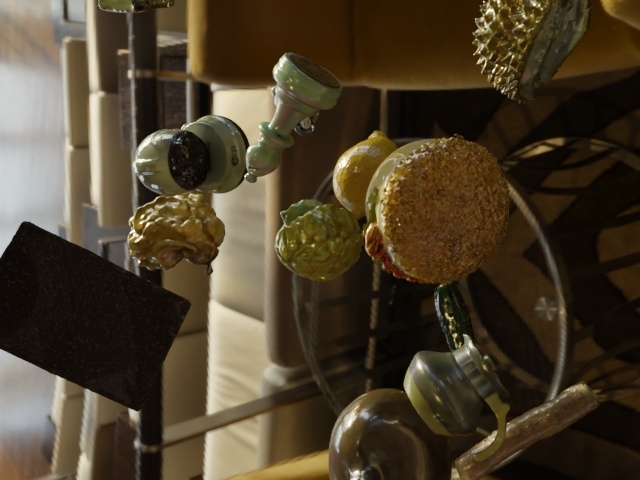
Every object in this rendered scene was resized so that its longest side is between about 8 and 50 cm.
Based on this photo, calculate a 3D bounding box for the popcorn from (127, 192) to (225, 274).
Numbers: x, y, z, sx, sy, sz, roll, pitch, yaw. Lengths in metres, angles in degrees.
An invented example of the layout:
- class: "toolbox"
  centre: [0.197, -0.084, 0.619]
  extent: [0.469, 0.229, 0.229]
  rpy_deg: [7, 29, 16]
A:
- class: "popcorn"
  centre: [-0.285, -0.024, 1.544]
  extent: [0.194, 0.163, 0.140]
  rpy_deg: [-3, 139, 21]

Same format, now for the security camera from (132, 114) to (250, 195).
- class: "security camera"
  centre: [-0.316, -0.196, 1.844]
  extent: [0.191, 0.277, 0.197]
  rpy_deg: [4, 103, 35]

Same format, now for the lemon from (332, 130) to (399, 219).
- class: "lemon"
  centre: [0.128, -0.167, 2.007]
  extent: [0.187, 0.187, 0.244]
  rpy_deg: [17, 85, 45]

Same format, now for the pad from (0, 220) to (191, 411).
- class: "pad"
  centre: [-0.413, 0.129, 1.332]
  extent: [0.220, 0.330, 0.004]
  rpy_deg: [-66, 12, -23]

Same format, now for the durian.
- class: "durian"
  centre: [0.309, -0.333, 1.124]
  extent: [0.138, 0.193, 0.237]
  rpy_deg: [46, 111, 26]

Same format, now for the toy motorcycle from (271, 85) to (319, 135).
- class: "toy motorcycle"
  centre: [-0.072, -0.395, 2.209]
  extent: [0.074, 0.151, 0.228]
  rpy_deg: [124, 158, -56]

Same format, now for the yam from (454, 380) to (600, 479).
- class: "yam"
  centre: [0.383, 0.360, 1.445]
  extent: [0.300, 0.066, 0.066]
  rpy_deg: [-34, 67, 8]

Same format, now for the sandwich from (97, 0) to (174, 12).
- class: "sandwich"
  centre: [-0.464, -0.676, 2.146]
  extent: [0.212, 0.245, 0.063]
  rpy_deg: [20, 127, 41]

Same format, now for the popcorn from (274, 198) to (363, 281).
- class: "popcorn"
  centre: [0.000, 0.000, 1.830]
  extent: [0.204, 0.221, 0.183]
  rpy_deg: [-19, 67, 17]

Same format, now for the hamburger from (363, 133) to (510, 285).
- class: "hamburger"
  centre: [0.222, -0.053, 1.450]
  extent: [0.294, 0.276, 0.179]
  rpy_deg: [-56, 27, 6]

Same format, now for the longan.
- class: "longan"
  centre: [0.130, 0.443, 1.521]
  extent: [0.243, 0.300, 0.300]
  rpy_deg: [-25, 77, 28]

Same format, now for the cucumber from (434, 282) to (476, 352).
- class: "cucumber"
  centre: [0.287, 0.195, 1.584]
  extent: [0.069, 0.069, 0.227]
  rpy_deg: [-23, 83, 46]

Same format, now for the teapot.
- class: "teapot"
  centre: [0.194, 0.212, 1.048]
  extent: [0.119, 0.130, 0.165]
  rpy_deg: [-35, 74, 8]

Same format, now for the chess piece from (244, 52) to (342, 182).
- class: "chess piece"
  centre: [-0.079, -0.224, 1.531]
  extent: [0.139, 0.139, 0.271]
  rpy_deg: [48, 117, 31]
